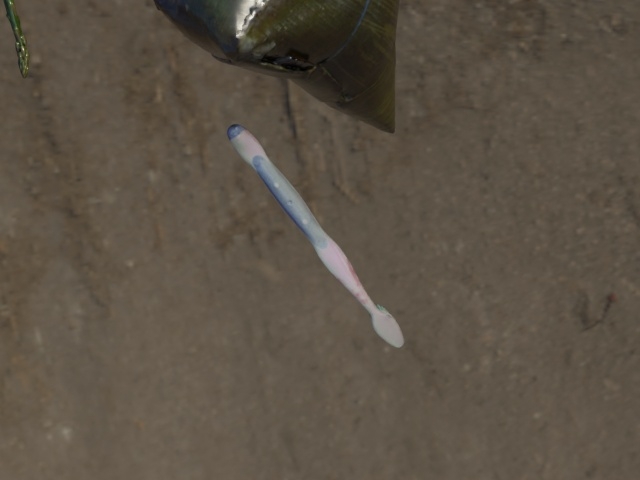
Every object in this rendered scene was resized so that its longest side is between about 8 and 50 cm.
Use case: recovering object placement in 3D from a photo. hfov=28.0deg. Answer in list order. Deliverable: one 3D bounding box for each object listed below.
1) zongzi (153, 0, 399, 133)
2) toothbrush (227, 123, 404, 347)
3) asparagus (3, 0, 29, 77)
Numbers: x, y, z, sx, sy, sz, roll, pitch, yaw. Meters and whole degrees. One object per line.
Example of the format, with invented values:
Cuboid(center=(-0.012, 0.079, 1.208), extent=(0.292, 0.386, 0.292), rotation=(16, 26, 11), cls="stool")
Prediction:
Cuboid(center=(0.051, -0.344, 1.472), extent=(0.208, 0.432, 0.403), rotation=(30, 95, 37), cls="zongzi")
Cuboid(center=(0.000, 0.000, 1.090), extent=(0.021, 0.269, 0.027), rotation=(-39, 30, -3), cls="toothbrush")
Cuboid(center=(-0.296, -0.233, 1.210), extent=(0.016, 0.016, 0.162), rotation=(-11, 100, 24), cls="asparagus")
